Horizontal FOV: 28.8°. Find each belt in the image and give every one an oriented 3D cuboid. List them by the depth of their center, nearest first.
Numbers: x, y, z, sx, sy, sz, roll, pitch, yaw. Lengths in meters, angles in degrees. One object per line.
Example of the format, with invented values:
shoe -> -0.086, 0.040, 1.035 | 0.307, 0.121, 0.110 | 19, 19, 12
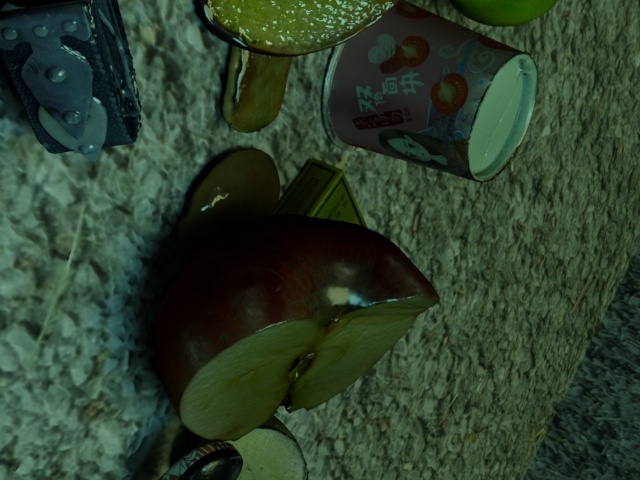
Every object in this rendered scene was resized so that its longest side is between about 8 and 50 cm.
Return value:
belt -> -0.253, -0.176, 1.195 | 0.218, 0.129, 0.122 | 79, 6, -50

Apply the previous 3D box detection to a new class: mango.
mango -> 0.264, -0.413, 1.863 | 0.343, 0.156, 0.192 | -9, 132, -51

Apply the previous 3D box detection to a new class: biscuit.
biscuit -> -0.069, -0.251, 1.544 | 0.118, 0.029, 0.247 | -19, 126, -57

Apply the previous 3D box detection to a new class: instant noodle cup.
instant noodle cup -> 0.160, -0.206, 1.763 | 0.243, 0.231, 0.243 | -39, 142, -39

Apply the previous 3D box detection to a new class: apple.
apple -> -0.042, 0.124, 1.592 | 0.365, 0.329, 0.295 | 116, -7, -55

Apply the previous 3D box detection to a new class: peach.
peach -> -0.011, -0.315, 1.432 | 0.068, 0.279, 0.189 | -100, -178, -57

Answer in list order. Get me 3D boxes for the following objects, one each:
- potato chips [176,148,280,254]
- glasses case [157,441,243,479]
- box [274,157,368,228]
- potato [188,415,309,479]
potato chips -> -0.105, -0.044, 1.623 | 0.202, 0.049, 0.150 | -4, 120, -66
glasses case -> -0.205, 0.370, 1.677 | 0.266, 0.067, 0.103 | -50, 153, 17
box -> 0.000, 0.000, 1.822 | 0.141, 0.064, 0.220 | -56, 149, -18
potato -> -0.107, 0.306, 1.807 | 0.117, 0.182, 0.202 | -90, 176, -53
